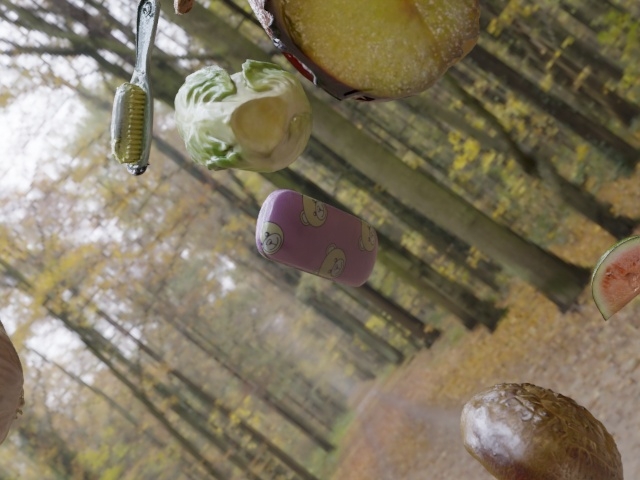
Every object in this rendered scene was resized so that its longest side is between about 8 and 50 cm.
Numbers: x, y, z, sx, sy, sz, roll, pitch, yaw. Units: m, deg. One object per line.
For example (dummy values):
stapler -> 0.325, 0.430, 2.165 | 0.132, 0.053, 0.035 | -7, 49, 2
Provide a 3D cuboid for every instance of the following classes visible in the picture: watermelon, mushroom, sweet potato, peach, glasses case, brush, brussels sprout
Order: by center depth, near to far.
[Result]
mushroom -> 0.318, 0.298, 1.448 | 0.153, 0.253, 0.253 | -63, -9, 10
peach -> 0.057, -0.411, 1.549 | 0.339, 0.416, 0.353 | -27, -20, 5
brush -> -0.307, -0.254, 1.626 | 0.060, 0.068, 0.296 | 1, -84, -50
watermelon -> 0.489, 0.040, 1.629 | 0.163, 0.087, 0.069 | -47, 12, 14
sweet potato -> -0.231, -0.413, 1.703 | 0.034, 0.034, 0.095 | -48, -5, -32
glasses case -> 0.000, 0.000, 1.753 | 0.316, 0.076, 0.123 | 20, -99, -51
brussels sprout -> -0.151, -0.243, 1.988 | 0.260, 0.227, 0.294 | -14, 15, -17

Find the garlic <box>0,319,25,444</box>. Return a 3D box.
garlic -> -0.601, 0.241, 1.577 | 0.260, 0.317, 0.317 | 8, -48, -29

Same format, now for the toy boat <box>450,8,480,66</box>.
toy boat -> 0.205, -0.362, 1.851 | 0.230, 0.088, 0.089 | -32, -38, 12
